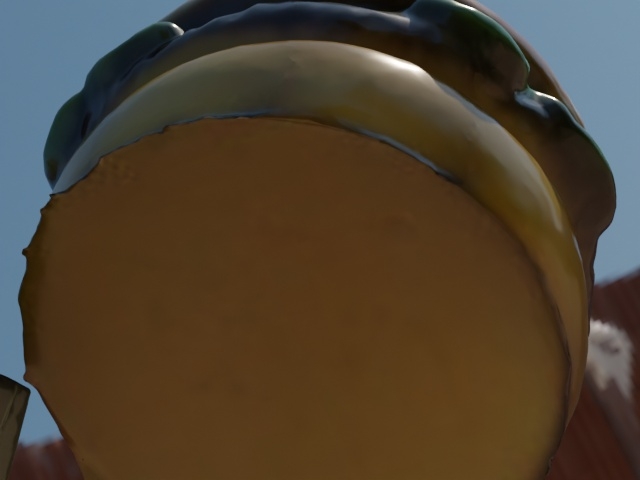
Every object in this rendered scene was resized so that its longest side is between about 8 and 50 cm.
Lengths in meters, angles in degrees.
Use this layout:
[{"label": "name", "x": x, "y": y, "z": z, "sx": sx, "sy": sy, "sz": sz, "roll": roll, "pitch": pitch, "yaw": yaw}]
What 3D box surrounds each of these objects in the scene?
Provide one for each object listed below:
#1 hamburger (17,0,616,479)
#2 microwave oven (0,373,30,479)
[{"label": "hamburger", "x": 0.000, "y": 0.000, "z": 1.300, "sx": 0.396, "sy": 0.396, "sz": 0.277, "roll": -38, "pitch": 18, "yaw": 27}, {"label": "microwave oven", "x": -0.424, "y": 0.135, "z": 1.162, "sx": 0.394, "sy": 0.247, "sz": 0.333, "roll": 5, "pitch": -19, "yaw": 40}]
